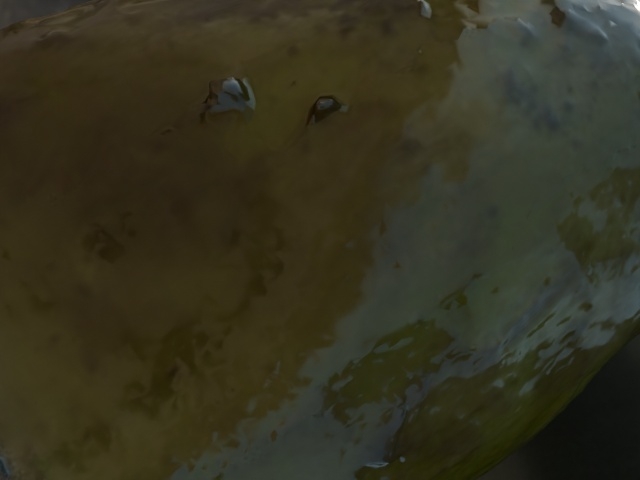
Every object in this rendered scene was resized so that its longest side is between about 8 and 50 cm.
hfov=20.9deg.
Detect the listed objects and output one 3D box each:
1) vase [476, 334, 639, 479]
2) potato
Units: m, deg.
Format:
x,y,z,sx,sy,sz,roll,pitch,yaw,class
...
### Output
x,y,z,sx,sy,sz,roll,pitch,yaw,class
0.171,0.145,0.711,0.245,0.245,0.291,116,-38,-47,vase
0.000,0.000,0.576,0.229,0.266,0.229,62,-8,15,potato
